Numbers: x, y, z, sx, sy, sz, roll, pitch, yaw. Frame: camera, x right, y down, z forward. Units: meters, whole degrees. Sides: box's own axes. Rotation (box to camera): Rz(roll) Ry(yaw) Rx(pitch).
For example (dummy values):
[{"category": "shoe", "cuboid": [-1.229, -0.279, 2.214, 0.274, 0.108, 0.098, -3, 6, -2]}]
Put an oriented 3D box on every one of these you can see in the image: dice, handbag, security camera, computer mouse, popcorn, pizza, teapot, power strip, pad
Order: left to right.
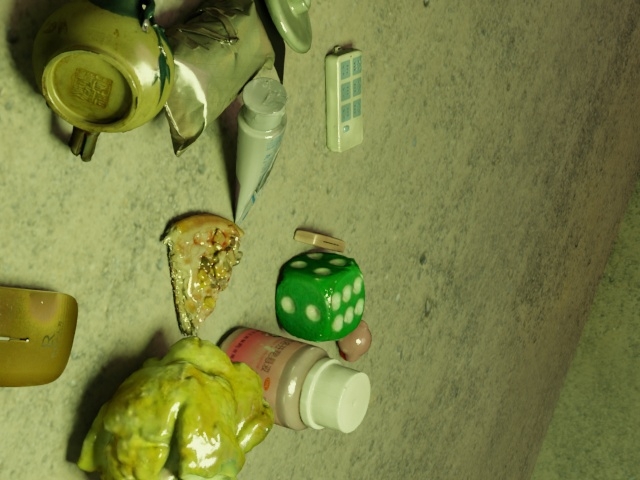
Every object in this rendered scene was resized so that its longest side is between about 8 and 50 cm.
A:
[{"category": "computer mouse", "cuboid": [-0.389, 0.119, 1.401, 0.245, 0.056, 0.126, 14, 88, -58]}, {"category": "teapot", "cuboid": [-0.264, -0.224, 1.395, 0.182, 0.173, 0.269, -78, -172, -47]}, {"category": "popcorn", "cuboid": [-0.197, 0.268, 1.608, 0.276, 0.225, 0.276, -61, 178, -3]}, {"category": "pizza", "cuboid": [-0.181, 0.056, 1.725, 0.185, 0.052, 0.195, 2, 99, -56]}, {"category": "handbag", "cuboid": [-0.159, -0.260, 1.589, 0.270, 0.117, 0.182, -52, 132, -41]}, {"category": "pad", "cuboid": [-0.080, -0.332, 1.747, 0.112, 0.003, 0.157, -88, 164, -44]}, {"category": "security camera", "cuboid": [-0.063, -0.404, 1.678, 0.301, 0.080, 0.157, 48, 28, -53]}, {"category": "dice", "cuboid": [0.002, 0.099, 1.973, 0.128, 0.120, 0.131, -27, 122, -52]}, {"category": "power strip", "cuboid": [0.042, -0.250, 1.996, 0.081, 0.035, 0.192, -30, 125, -51]}]

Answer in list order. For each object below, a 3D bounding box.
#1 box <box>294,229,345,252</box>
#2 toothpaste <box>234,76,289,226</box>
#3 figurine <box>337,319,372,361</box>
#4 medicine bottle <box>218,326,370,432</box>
[{"category": "box", "cuboid": [0.000, 0.000, 2.003, 0.115, 0.048, 0.025, 15, 92, -58]}, {"category": "toothpaste", "cuboid": [-0.096, -0.135, 1.715, 0.114, 0.073, 0.299, -61, 173, -29]}, {"category": "figurine", "cuboid": [0.065, 0.194, 2.161, 0.067, 0.071, 0.083, 12, 80, -18]}, {"category": "medicine bottle", "cuboid": [-0.049, 0.231, 1.811, 0.147, 0.247, 0.147, -26, 122, -53]}]
